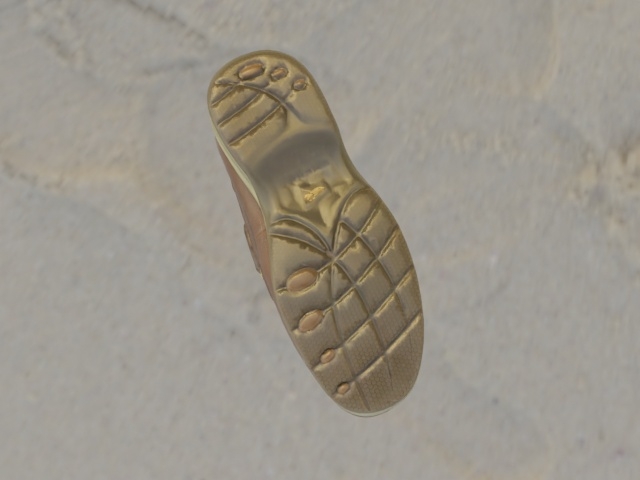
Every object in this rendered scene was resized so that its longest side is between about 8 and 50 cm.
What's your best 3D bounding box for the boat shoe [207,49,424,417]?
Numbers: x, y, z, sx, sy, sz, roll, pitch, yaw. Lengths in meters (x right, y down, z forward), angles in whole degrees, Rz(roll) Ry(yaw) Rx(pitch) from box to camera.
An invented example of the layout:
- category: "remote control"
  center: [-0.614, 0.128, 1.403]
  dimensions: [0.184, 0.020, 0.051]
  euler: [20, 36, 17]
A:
- category: "boat shoe"
  center: [-0.001, 0.000, 0.886]
  dimensions: [0.064, 0.060, 0.178]
  euler: [-20, 72, -8]
